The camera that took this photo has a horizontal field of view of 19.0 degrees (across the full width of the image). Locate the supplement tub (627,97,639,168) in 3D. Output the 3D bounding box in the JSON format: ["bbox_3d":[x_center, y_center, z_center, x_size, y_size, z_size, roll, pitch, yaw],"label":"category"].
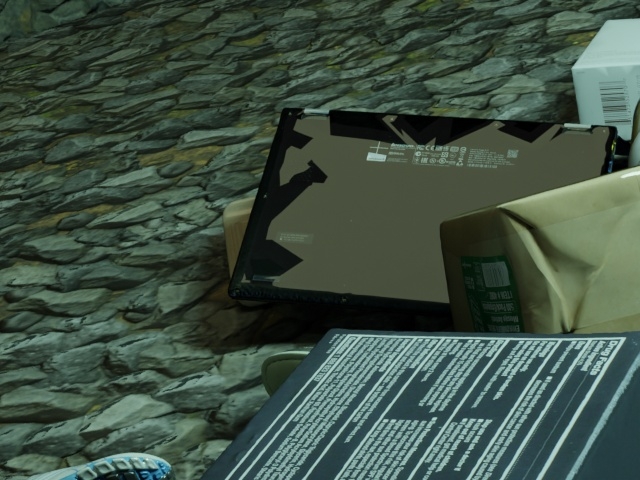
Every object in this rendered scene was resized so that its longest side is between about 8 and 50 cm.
[{"bbox_3d":[0.412,-0.097,2.100,0.144,0.144,0.200,-7,23,15],"label":"supplement tub"}]

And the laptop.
[{"bbox_3d":[0.147,-0.025,2.167,0.382,0.236,0.408,4,54,17],"label":"laptop"}]

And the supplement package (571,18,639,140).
[{"bbox_3d":[0.397,-0.206,2.425,0.105,0.105,0.179,-2,25,25],"label":"supplement package"}]

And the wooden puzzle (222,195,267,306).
[{"bbox_3d":[0.000,0.000,2.237,0.221,0.044,0.239,-13,26,-1],"label":"wooden puzzle"}]

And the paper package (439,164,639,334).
[{"bbox_3d":[0.283,0.018,1.737,0.309,0.168,0.325,-16,1,-6],"label":"paper package"}]

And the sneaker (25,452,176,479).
[{"bbox_3d":[-0.228,0.232,1.760,0.190,0.071,0.083,-15,16,-6],"label":"sneaker"}]

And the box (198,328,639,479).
[{"bbox_3d":[0.095,0.212,1.475,0.294,0.183,0.296,-2,25,29],"label":"box"}]

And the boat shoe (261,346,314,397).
[{"bbox_3d":[0.051,0.141,1.816,0.227,0.081,0.068,11,28,31],"label":"boat shoe"}]
